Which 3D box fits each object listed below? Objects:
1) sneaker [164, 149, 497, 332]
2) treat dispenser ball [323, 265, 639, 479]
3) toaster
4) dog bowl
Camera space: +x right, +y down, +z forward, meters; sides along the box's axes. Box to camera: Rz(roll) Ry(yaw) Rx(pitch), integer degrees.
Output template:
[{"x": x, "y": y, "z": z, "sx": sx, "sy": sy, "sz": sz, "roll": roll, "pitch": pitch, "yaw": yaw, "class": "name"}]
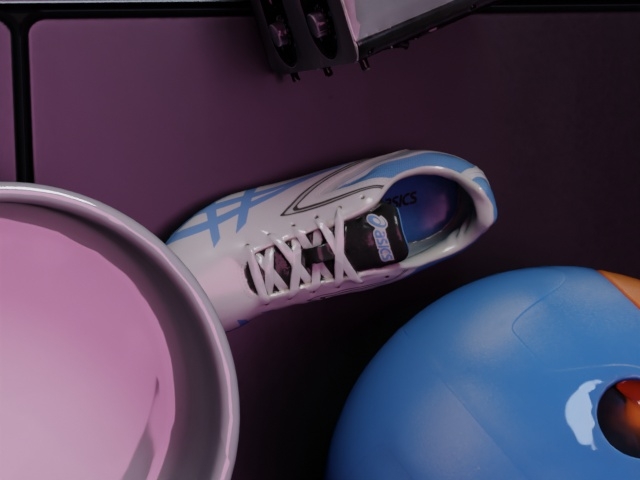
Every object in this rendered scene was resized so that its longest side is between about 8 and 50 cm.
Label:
[{"x": 0.000, "y": 0.000, "z": 1.223, "sx": 0.237, "sy": 0.086, "sz": 0.085, "roll": -21, "pitch": 101, "yaw": -16, "class": "sneaker"}, {"x": 0.144, "y": 0.159, "z": 1.173, "sx": 0.288, "sy": 0.288, "sz": 0.288, "roll": -1, "pitch": 93, "yaw": -19, "class": "treat dispenser ball"}, {"x": 0.054, "y": -0.179, "z": 1.187, "sx": 0.185, "sy": 0.168, "sz": 0.110, "roll": -24, "pitch": 100, "yaw": -16, "class": "toaster"}, {"x": -0.184, "y": 0.098, "z": 1.108, "sx": 0.264, "sy": 0.104, "sz": 0.265, "roll": -1, "pitch": 93, "yaw": -16, "class": "dog bowl"}]
